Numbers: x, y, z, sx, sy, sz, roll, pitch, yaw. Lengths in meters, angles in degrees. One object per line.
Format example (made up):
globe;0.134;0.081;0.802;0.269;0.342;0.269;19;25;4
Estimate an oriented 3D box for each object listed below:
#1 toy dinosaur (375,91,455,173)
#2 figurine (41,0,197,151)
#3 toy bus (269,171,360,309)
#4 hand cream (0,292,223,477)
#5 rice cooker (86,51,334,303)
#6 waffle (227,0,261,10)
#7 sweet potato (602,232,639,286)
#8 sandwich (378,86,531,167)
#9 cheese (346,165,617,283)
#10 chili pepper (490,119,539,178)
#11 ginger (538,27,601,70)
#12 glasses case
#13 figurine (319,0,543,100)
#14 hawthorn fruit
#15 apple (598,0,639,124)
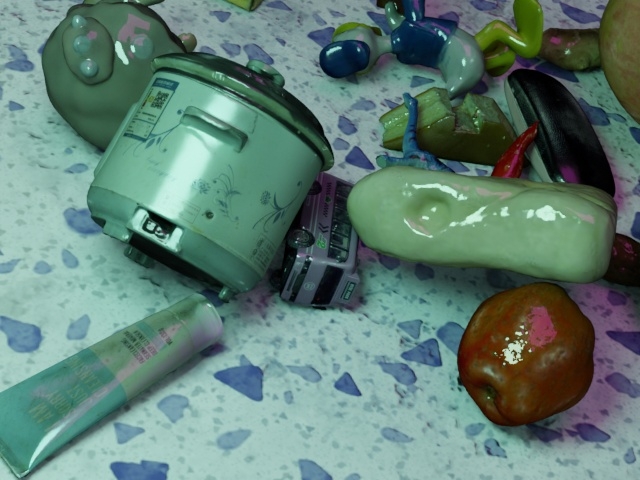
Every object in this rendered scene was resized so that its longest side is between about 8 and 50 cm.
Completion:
toy dinosaur;0.159;-0.073;1.868;0.144;0.076;0.329;-19;67;-32
figurine;-0.287;-0.263;1.841;0.203;0.248;0.380;-28;29;8
toy bus;0.000;0.000;1.735;0.108;0.096;0.199;17;39;-8
hand cream;-0.256;0.157;1.509;0.312;0.070;0.111;-31;63;-35
rice cooker;-0.136;-0.094;1.615;0.264;0.317;0.316;27;43;10
waffle;-0.164;-0.507;2.238;0.221;0.055;0.248;25;43;10
sweet potato;0.485;0.053;1.866;0.233;0.062;0.081;28;59;7
sandwich;0.218;-0.180;1.997;0.244;0.088;0.090;6;44;-12
cheese;0.239;-0.024;1.737;0.351;0.130;0.328;8;5;21
chili pepper;0.292;-0.120;1.953;0.045;0.027;0.178;12;61;51
ginger;0.459;-0.339;2.258;0.190;0.069;0.095;-5;22;-22
glasses case;0.378;-0.166;2.038;0.122;0.075;0.314;13;40;-26
figurine;0.143;-0.350;2.077;0.338;0.204;0.283;-18;66;-23
hawthorn fruit;0.260;0.147;1.615;0.189;0.189;0.189;9;43;-9
apple;0.631;-0.326;2.100;0.364;0.364;0.364;9;43;-9
